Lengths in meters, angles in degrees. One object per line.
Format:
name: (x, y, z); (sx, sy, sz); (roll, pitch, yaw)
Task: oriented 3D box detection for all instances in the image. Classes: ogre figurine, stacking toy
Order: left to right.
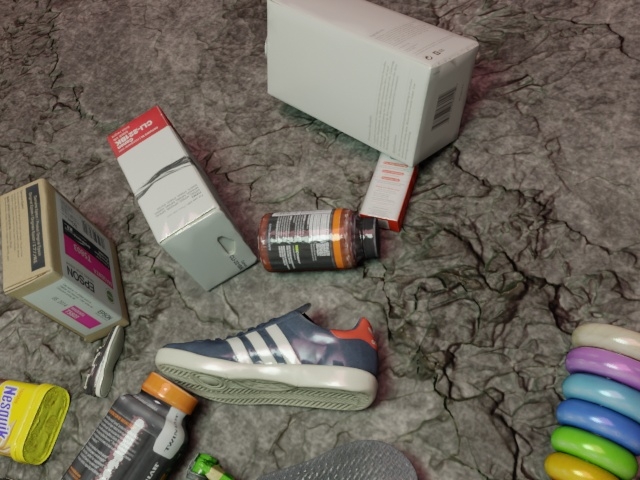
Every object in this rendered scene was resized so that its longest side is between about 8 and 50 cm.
ogre figurine: (-0.150, 0.393, 0.847); (0.197, 0.097, 0.118); (26, 79, 33)
stacking toy: (0.345, 0.280, 0.781); (0.141, 0.141, 0.331); (21, 75, 24)

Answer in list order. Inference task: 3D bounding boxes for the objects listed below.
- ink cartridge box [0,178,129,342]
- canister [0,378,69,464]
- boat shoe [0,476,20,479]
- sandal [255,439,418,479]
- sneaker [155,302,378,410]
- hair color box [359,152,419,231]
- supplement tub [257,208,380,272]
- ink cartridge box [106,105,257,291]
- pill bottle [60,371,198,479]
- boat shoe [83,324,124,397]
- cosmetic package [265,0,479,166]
ink cartridge box: (-0.433, 0.040, 1.038); (0.088, 0.235, 0.193); (-24, 59, 1)
canister: (-0.526, 0.295, 1.014); (0.169, 0.073, 0.126); (4, 62, 18)
boat shoe: (-0.514, 0.467, 0.918); (0.075, 0.065, 0.206); (-2, 61, 13)
sandal: (0.018, 0.349, 0.865); (0.254, 0.054, 0.097); (-16, 51, 16)
sneaker: (-0.079, 0.170, 0.950); (0.349, 0.131, 0.148); (4, 55, 10)
hair color box: (0.125, -0.090, 1.082); (0.071, 0.043, 0.141); (12, 66, 20)
supplement tub: (0.000, 0.000, 1.028); (0.197, 0.106, 0.106); (-2, 61, 12)
ink cartridge box: (-0.242, -0.071, 1.074); (0.114, 0.197, 0.273); (-33, 58, -4)
pill bottle: (-0.285, 0.322, 0.903); (0.130, 0.130, 0.246); (23, 70, 25)
boat shoe: (-0.372, 0.205, 1.043); (0.038, 0.046, 0.125); (6, 71, 12)
cosmetic package: (0.076, -0.311, 1.107); (0.365, 0.197, 0.155); (35, 49, 28)
